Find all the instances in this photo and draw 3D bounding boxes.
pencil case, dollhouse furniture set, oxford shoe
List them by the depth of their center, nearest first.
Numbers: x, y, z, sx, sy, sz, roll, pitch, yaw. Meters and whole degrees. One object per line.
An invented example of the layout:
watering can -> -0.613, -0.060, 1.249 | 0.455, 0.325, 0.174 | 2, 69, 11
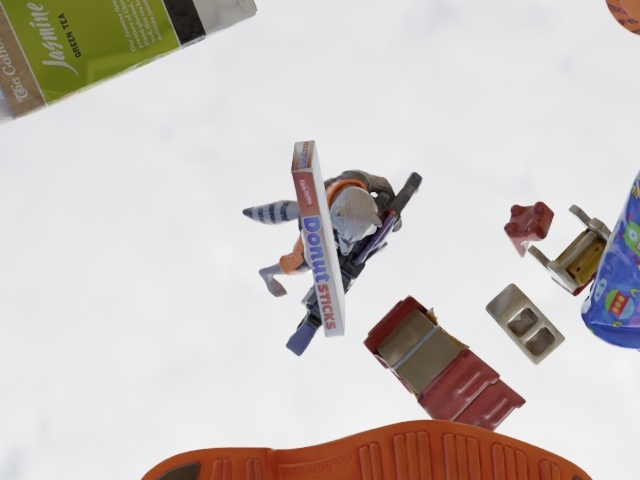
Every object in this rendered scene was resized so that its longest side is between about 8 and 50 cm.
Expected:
oxford shoe -> 0.039, 0.215, 0.861 | 0.363, 0.133, 0.130 | 2, -109, 2
pencil case -> 0.426, 0.014, 1.362 | 0.119, 0.306, 0.133 | -16, -132, -25
dollhouse furniture set -> 0.267, 0.108, 1.609 | 0.152, 0.374, 0.201 | 44, -179, -33

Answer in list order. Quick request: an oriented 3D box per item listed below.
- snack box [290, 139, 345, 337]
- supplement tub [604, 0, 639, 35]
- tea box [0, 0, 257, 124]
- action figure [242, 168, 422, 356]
snack box -> 0.000, 0.000, 1.009 | 0.064, 0.022, 0.178 | -85, -15, -61
supplement tub -> 0.314, -0.256, 0.965 | 0.117, 0.117, 0.190 | 42, -142, -4
tea box -> -0.312, -0.272, 1.208 | 0.323, 0.329, 0.220 | -31, -73, -33
action figure -> -0.014, 0.002, 1.666 | 0.178, 0.330, 0.341 | 40, -113, -13
